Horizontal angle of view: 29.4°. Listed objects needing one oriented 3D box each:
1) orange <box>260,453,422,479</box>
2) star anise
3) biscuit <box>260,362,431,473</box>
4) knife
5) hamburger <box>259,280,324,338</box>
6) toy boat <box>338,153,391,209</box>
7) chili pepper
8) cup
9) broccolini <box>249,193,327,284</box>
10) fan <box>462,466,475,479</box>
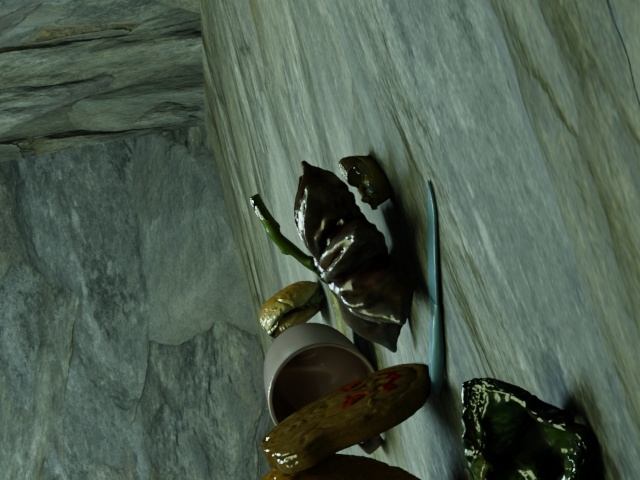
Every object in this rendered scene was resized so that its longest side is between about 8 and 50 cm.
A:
[{"bbox_3d":[0.034,0.455,1.658,0.340,0.340,0.293,-134,58,-73],"label":"orange"},{"bbox_3d":[0.052,0.034,1.712,0.315,0.108,0.315,56,172,11],"label":"star anise"},{"bbox_3d":[0.035,0.238,1.699,0.273,0.257,0.049,-174,58,-87],"label":"biscuit"},{"bbox_3d":[0.146,0.066,1.573,0.044,0.019,0.313,-112,16,-60],"label":"knife"},{"bbox_3d":[-0.049,0.123,2.487,0.087,0.176,0.102,50,123,11],"label":"hamburger"},{"bbox_3d":[0.065,-0.084,1.760,0.149,0.049,0.047,-118,19,-59],"label":"toy boat"},{"bbox_3d":[0.213,0.253,1.166,0.148,0.116,0.265,72,-177,-66],"label":"chili pepper"},{"bbox_3d":[0.013,0.269,2.166,0.253,0.191,0.200,47,-179,-13],"label":"cup"},{"bbox_3d":[-0.006,-0.004,1.881,0.271,0.062,0.123,41,-149,-28],"label":"broccolini"},{"bbox_3d":[0.200,0.326,1.588,0.080,0.003,0.060,150,108,-80],"label":"fan"}]
